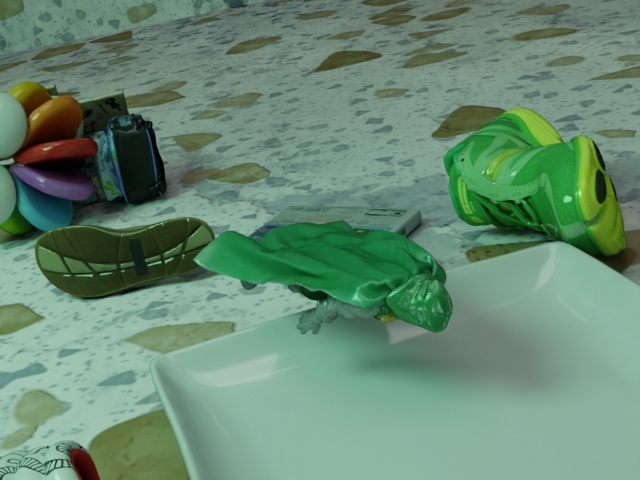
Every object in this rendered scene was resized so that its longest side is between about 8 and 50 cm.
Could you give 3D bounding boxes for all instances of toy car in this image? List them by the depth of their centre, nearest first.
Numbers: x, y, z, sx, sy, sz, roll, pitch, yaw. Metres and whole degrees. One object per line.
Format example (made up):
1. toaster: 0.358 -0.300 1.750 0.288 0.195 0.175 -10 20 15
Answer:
1. toy car: -0.325 -0.088 1.269 0.136 0.182 0.159 17 12 21

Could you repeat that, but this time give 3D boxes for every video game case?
1. video game case: 0.000 0.000 1.067 0.157 0.019 0.143 3 25 31

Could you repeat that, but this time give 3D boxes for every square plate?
1. square plate: 0.082 0.109 0.690 0.344 0.049 0.347 -15 21 -11

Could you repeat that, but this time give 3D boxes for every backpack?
1. backpack: -0.240 -0.105 1.347 0.084 0.105 0.114 -13 18 -5

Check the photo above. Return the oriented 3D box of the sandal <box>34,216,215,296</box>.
1. sandal: -0.189 0.013 1.069 0.180 0.072 0.049 -9 5 3

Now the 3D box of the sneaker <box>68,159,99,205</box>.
1. sneaker: -0.316 -0.087 1.390 0.038 0.069 0.098 -24 24 -32

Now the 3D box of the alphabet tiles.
1. alphabet tiles: -0.360 -0.128 1.395 0.237 0.198 0.009 -15 60 -9

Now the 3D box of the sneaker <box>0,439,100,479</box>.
1. sneaker: -0.191 0.189 0.559 0.145 0.090 0.270 -12 18 4

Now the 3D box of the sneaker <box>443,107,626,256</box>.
1. sneaker: 0.187 -0.041 0.985 0.123 0.109 0.295 -24 16 0

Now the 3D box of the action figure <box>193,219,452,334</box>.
1. action figure: 0.019 0.027 0.780 0.137 0.063 0.232 -20 17 -26
